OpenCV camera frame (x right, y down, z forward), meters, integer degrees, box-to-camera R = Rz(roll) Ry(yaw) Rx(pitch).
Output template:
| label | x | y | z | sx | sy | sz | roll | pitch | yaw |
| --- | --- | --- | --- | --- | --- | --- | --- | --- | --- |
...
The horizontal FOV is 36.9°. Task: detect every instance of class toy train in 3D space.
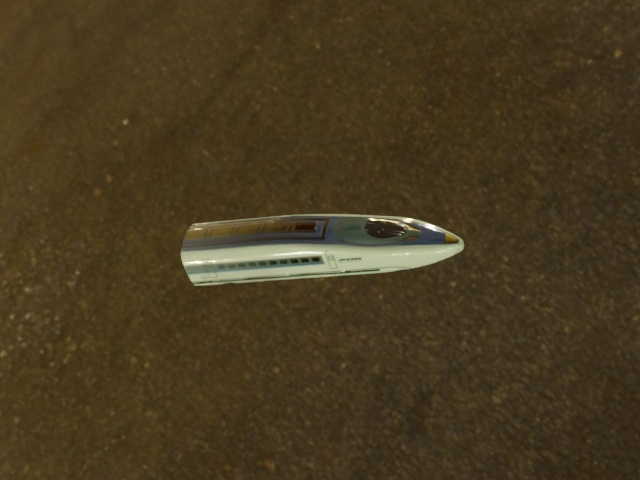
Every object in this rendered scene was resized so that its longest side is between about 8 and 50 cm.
| label | x | y | z | sx | sy | sz | roll | pitch | yaw |
| --- | --- | --- | --- | --- | --- | --- | --- | --- | --- |
| toy train | 0.000 | 0.001 | 0.855 | 0.251 | 0.048 | 0.055 | -5 | 38 | 17 |
